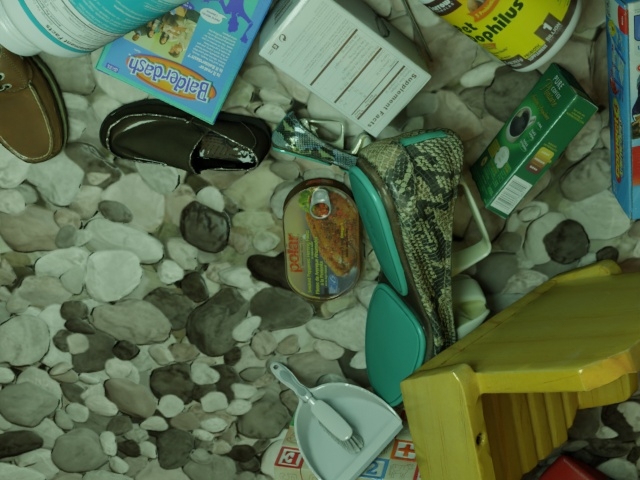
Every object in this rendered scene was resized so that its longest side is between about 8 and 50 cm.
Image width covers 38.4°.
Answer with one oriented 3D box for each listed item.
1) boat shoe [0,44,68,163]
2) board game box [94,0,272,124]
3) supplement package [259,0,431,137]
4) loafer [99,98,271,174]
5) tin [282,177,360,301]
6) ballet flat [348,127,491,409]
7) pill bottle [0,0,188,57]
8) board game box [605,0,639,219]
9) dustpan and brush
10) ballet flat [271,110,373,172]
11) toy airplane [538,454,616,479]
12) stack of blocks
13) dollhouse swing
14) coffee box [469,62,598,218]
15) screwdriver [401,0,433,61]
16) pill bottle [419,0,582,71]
[{"bbox_3d":[-0.401,-0.210,1.084,0.111,0.104,0.307,-19,121,8],"label":"boat shoe"},{"bbox_3d":[-0.155,-0.265,1.094,0.160,0.047,0.210,25,117,-12],"label":"board game box"},{"bbox_3d":[0.027,-0.228,1.103,0.179,0.105,0.105,33,114,-22],"label":"supplement package"},{"bbox_3d":[-0.171,-0.127,1.167,0.220,0.078,0.080,1,122,-5],"label":"loafer"},{"bbox_3d":[0.000,0.000,1.285,0.106,0.040,0.189,-5,122,-6],"label":"tin"},{"bbox_3d":[0.149,0.050,1.243,0.182,0.164,0.482,-22,135,-14],"label":"ballet flat"},{"bbox_3d":[-0.242,-0.287,0.982,0.264,0.146,0.146,-17,124,30],"label":"pill bottle"},{"bbox_3d":[0.527,-0.201,1.166,0.308,0.086,0.301,-11,122,3],"label":"board game box"},{"bbox_3d":[-0.001,0.252,1.368,0.147,0.211,0.060,-46,140,-9],"label":"dustpan and brush"},{"bbox_3d":[0.031,-0.119,1.199,0.188,0.070,0.070,18,119,-18],"label":"ballet flat"},{"bbox_3d":[0.574,0.532,1.520,0.386,0.272,0.384,-6,91,16],"label":"toy airplane"},{"bbox_3d":[0.096,0.333,1.417,0.297,0.171,0.087,3,123,16],"label":"stack of blocks"},{"bbox_3d":[0.340,0.204,1.177,0.347,0.305,0.315,-27,112,-36],"label":"dollhouse swing"},{"bbox_3d":[0.269,-0.127,1.179,0.040,0.113,0.184,27,115,-18],"label":"coffee box"},{"bbox_3d":[0.104,-0.289,1.127,0.024,0.025,0.170,-26,129,11],"label":"screwdriver"},{"bbox_3d":[0.189,-0.297,1.064,0.215,0.117,0.117,30,115,-20],"label":"pill bottle"}]
